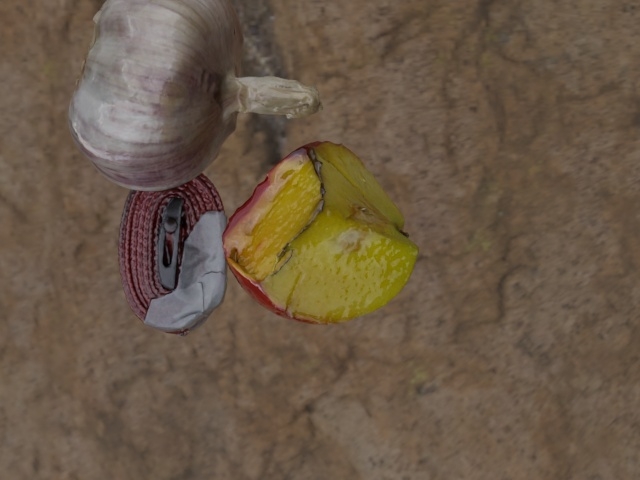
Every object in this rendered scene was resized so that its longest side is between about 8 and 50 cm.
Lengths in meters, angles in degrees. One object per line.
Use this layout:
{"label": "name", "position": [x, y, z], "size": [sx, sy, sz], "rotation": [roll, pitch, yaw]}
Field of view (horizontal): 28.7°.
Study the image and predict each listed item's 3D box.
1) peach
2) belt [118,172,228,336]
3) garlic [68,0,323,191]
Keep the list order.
{"label": "peach", "position": [-0.001, 0.005, 0.999], "size": [0.118, 0.151, 0.151], "rotation": [-33, 82, 39]}
{"label": "belt", "position": [-0.172, 0.011, 1.469], "size": [0.128, 0.124, 0.201], "rotation": [0, 83, -3]}
{"label": "garlic", "position": [-0.121, -0.158, 1.303], "size": [0.253, 0.245, 0.245], "rotation": [12, 107, -4]}
